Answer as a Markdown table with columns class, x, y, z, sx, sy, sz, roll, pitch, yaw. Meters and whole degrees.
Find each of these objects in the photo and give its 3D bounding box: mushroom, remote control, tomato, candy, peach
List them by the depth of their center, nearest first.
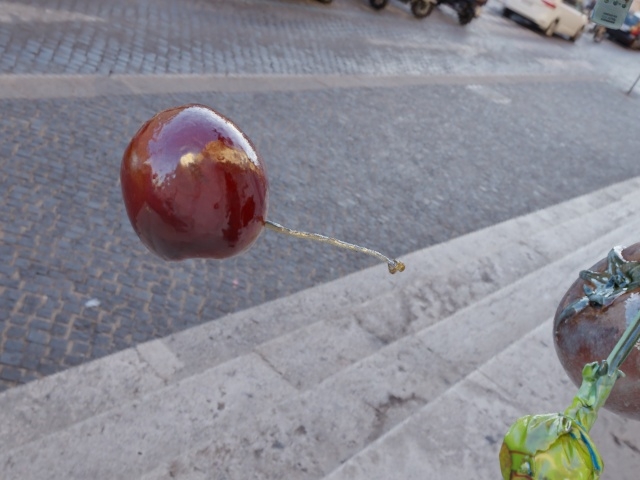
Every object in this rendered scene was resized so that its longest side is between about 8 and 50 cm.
| class | x | y | z | sx | sy | sz | roll | pitch | yaw |
| --- | --- | --- | --- | --- | --- | --- | --- | --- | --- |
| candy | 0.244 | 0.119 | 0.619 | 0.077 | 0.262 | 0.073 | 47 | -19 | -16 |
| peach | -0.173 | -0.083 | 1.054 | 0.199 | 0.243 | 0.243 | 5 | 9 | 40 |
| remote control | 0.455 | -0.385 | 1.084 | 0.053 | 0.124 | 0.018 | 17 | 26 | -2 |
| mushroom | 0.001 | 0.000 | 1.168 | 0.286 | 0.026 | 0.028 | 20 | 0 | 11 |
| tomato | 0.558 | 0.150 | 1.219 | 0.282 | 0.316 | 0.317 | 49 | 23 | -15 |
